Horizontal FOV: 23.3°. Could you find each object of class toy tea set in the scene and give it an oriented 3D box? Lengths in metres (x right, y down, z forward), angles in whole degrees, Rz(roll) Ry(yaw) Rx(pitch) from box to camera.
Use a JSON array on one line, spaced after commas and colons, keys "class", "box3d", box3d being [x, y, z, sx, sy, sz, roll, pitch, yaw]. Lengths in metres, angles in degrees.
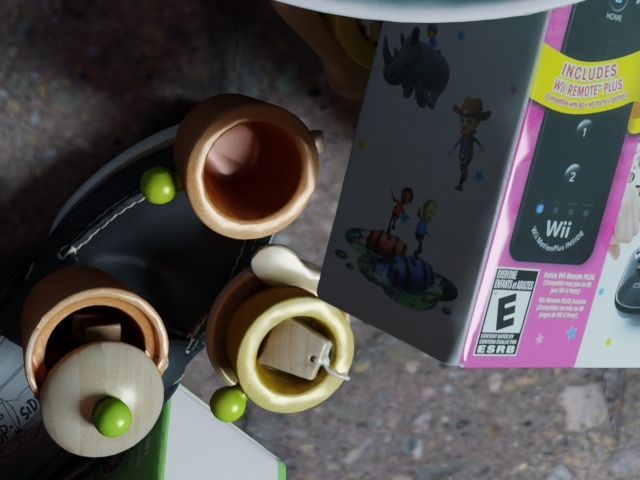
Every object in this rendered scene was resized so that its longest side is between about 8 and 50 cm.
[{"class": "toy tea set", "box3d": [0.000, 0.000, 0.809, 0.336, 0.124, 0.200, -47, 119, 1]}]

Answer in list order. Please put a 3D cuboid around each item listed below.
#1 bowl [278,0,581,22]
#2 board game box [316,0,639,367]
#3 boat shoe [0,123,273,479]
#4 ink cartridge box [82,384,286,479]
[{"class": "bowl", "box3d": [0.034, -0.242, 0.484, 0.311, 0.163, 0.312, 2, 131, 3]}, {"class": "board game box", "box3d": [0.143, -0.099, 0.702, 0.224, 0.097, 0.303, 3, 104, -41]}, {"class": "boat shoe", "box3d": [-0.144, 0.073, 0.917, 0.340, 0.113, 0.127, -39, 115, 22]}, {"class": "ink cartridge box", "box3d": [-0.154, 0.249, 0.985, 0.273, 0.198, 0.114, -39, 117, 23]}]
